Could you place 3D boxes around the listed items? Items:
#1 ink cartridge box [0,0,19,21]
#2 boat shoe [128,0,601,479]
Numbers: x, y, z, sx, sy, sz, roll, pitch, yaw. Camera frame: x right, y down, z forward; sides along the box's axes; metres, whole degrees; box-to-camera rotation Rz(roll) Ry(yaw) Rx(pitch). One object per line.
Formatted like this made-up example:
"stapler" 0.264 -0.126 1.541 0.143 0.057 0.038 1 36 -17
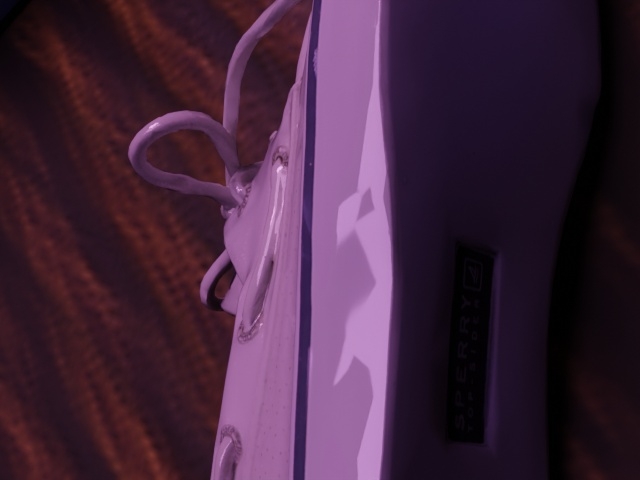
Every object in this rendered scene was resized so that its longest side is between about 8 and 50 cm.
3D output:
"ink cartridge box" -0.272 -0.221 0.806 0.395 0.270 0.151 -47 49 13
"boat shoe" 0.006 0.003 0.569 0.156 0.136 0.367 -6 75 42
